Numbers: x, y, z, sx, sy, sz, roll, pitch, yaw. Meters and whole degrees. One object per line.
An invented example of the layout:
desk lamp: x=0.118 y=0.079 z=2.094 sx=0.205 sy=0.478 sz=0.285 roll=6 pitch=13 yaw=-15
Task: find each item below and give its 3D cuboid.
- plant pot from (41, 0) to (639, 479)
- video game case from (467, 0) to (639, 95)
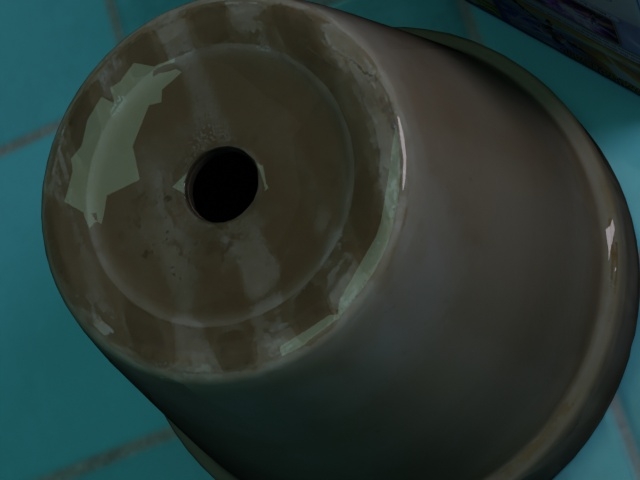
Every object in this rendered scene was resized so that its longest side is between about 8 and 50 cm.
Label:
plant pot: x=0.000 y=0.000 z=0.725 sx=0.323 sy=0.280 sz=0.323 roll=-5 pitch=75 yaw=19
video game case: x=0.093 y=-0.196 z=0.752 sx=0.269 sy=0.244 sz=0.061 roll=34 pitch=90 yaw=24
